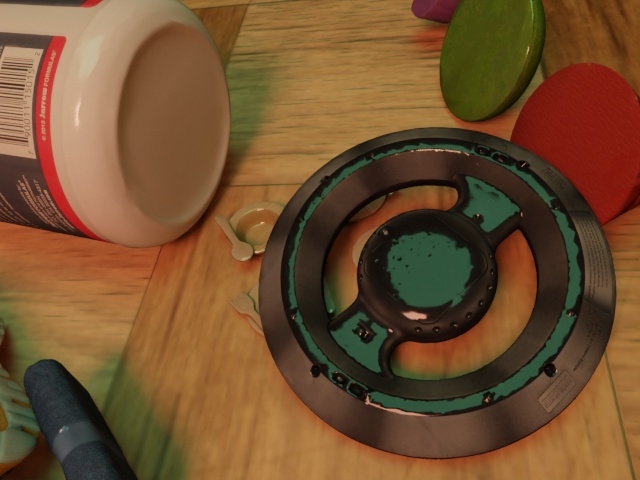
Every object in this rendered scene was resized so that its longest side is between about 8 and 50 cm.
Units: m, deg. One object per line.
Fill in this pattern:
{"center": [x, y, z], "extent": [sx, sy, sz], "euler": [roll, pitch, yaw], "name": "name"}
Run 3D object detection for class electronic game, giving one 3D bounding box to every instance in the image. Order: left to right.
{"center": [0.070, 0.023, 0.385], "extent": [0.229, 0.048, 0.229], "euler": [-6, 64, 11], "name": "electronic game"}

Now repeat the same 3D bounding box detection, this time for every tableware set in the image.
{"center": [0.000, 0.000, 0.456], "extent": [0.168, 0.020, 0.141], "euler": [-25, 50, -11], "name": "tableware set"}

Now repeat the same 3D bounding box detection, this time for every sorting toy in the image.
{"center": [0.197, -0.147, 0.511], "extent": [0.126, 0.127, 0.366], "euler": [3, 44, -22], "name": "sorting toy"}

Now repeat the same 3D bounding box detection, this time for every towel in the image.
{"center": [-0.138, 0.126, 0.343], "extent": [0.029, 0.067, 0.119], "euler": [-34, 52, -20], "name": "towel"}

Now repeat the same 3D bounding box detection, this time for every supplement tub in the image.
{"center": [-0.230, -0.105, 0.478], "extent": [0.272, 0.191, 0.191], "euler": [10, 52, 19], "name": "supplement tub"}

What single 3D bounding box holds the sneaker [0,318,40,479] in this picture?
{"center": [-0.263, 0.096, 0.390], "extent": [0.083, 0.084, 0.215], "euler": [-53, 46, 1], "name": "sneaker"}
